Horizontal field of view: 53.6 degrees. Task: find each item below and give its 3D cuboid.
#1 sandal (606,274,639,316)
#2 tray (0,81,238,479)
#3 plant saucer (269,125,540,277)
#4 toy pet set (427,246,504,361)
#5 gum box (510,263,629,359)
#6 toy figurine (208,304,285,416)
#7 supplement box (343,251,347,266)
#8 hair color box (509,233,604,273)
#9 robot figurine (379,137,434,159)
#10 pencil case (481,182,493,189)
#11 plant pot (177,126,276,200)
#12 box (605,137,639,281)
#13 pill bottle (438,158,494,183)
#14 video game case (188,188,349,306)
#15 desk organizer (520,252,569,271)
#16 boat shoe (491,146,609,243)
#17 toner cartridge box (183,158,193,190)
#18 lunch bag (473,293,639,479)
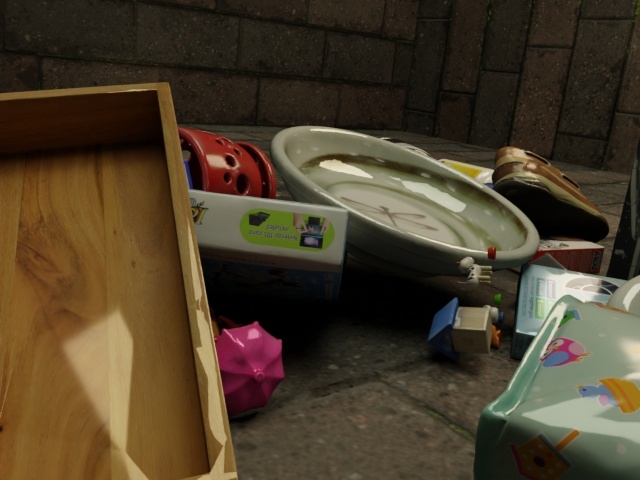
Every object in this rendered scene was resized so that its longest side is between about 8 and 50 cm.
[{"bbox_3d":[0.460,0.121,0.654,0.417,0.169,0.102,4,-28,-16],"label":"sandal"},{"bbox_3d":[-0.192,0.026,0.465,0.203,0.076,0.410,-8,44,-13],"label":"tray"},{"bbox_3d":[0.109,-0.043,0.915,0.401,0.100,0.400,17,24,-7],"label":"plant saucer"},{"bbox_3d":[0.169,0.085,0.734,0.065,0.122,0.114,0,39,24],"label":"toy pet set"},{"bbox_3d":[0.331,0.097,0.765,0.185,0.041,0.157,11,32,15],"label":"gum box"},{"bbox_3d":[-0.105,0.101,0.593,0.159,0.130,0.173,25,-4,17],"label":"toy figurine"},{"bbox_3d":[0.000,0.000,0.991,0.083,0.083,0.056,10,18,11],"label":"supplement box"},{"bbox_3d":[0.402,0.025,1.116,0.167,0.053,0.093,0,15,-27],"label":"hair color box"},{"bbox_3d":[0.156,-0.126,1.364,0.174,0.209,0.278,-13,18,-6],"label":"robot figurine"},{"bbox_3d":[0.284,-0.041,1.186,0.119,0.133,0.306,-8,2,40],"label":"pencil case"},{"bbox_3d":[-0.179,-0.083,1.043,0.191,0.191,0.174,20,14,42],"label":"plant pot"},{"bbox_3d":[0.740,-0.098,0.896,0.298,0.471,0.480,-9,21,-40],"label":"box"},{"bbox_3d":[0.358,-0.121,1.510,0.119,0.119,0.209,-6,19,-37],"label":"pill bottle"},{"bbox_3d":[-0.096,0.016,0.721,0.245,0.061,0.269,8,-15,3],"label":"video game case"},{"bbox_3d":[0.344,0.079,0.891,0.047,0.050,0.130,-29,38,-4],"label":"desk organizer"},{"bbox_3d":[0.433,-0.082,1.184,0.123,0.119,0.324,-27,-38,37],"label":"boat shoe"},{"bbox_3d":[-0.370,-0.057,0.914,0.348,0.075,0.165,0,16,29],"label":"toner cartridge box"},{"bbox_3d":[0.246,0.141,0.431,0.224,0.160,0.262,14,23,30],"label":"lunch bag"}]
